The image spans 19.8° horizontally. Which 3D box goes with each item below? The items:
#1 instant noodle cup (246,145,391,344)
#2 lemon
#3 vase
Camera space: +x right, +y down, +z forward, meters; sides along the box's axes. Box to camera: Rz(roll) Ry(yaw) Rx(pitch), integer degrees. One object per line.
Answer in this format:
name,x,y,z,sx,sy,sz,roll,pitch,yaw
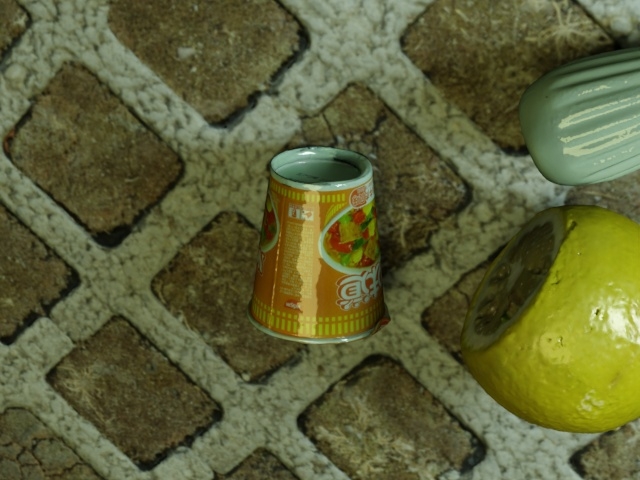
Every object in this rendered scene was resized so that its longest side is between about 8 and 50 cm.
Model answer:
instant noodle cup,0.000,0.000,2.048,0.168,0.168,0.185,10,116,18
lemon,0.284,0.094,1.926,0.219,0.240,0.240,33,129,-14
vase,0.328,-0.137,1.831,0.248,0.128,0.128,-17,112,22
